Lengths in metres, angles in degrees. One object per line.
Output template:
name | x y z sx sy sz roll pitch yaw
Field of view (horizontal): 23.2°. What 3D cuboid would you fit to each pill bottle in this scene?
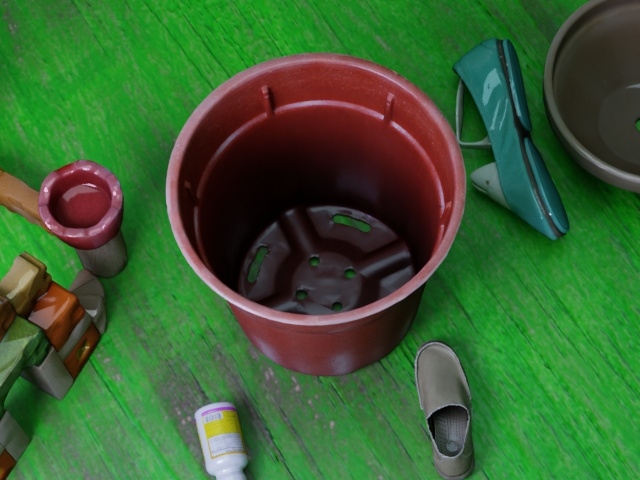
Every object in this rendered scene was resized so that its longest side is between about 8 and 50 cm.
pill bottle | -0.098 0.207 1.563 0.043 0.043 0.083 -14 68 -3

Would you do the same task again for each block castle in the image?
block castle | -0.415 0.078 1.541 0.303 0.213 0.453 28 71 13

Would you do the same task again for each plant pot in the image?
plant pot | 0.351 -0.143 1.654 0.237 0.110 0.237 -1 66 2
plant pot | 0.000 0.000 1.526 0.272 0.265 0.272 -1 67 2

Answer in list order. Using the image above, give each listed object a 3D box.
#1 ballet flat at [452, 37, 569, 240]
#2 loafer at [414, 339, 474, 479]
ballet flat | 0.195 -0.099 1.669 0.087 0.083 0.247 -22 66 20
loafer | 0.128 0.165 1.566 0.056 0.050 0.148 -12 67 -2
